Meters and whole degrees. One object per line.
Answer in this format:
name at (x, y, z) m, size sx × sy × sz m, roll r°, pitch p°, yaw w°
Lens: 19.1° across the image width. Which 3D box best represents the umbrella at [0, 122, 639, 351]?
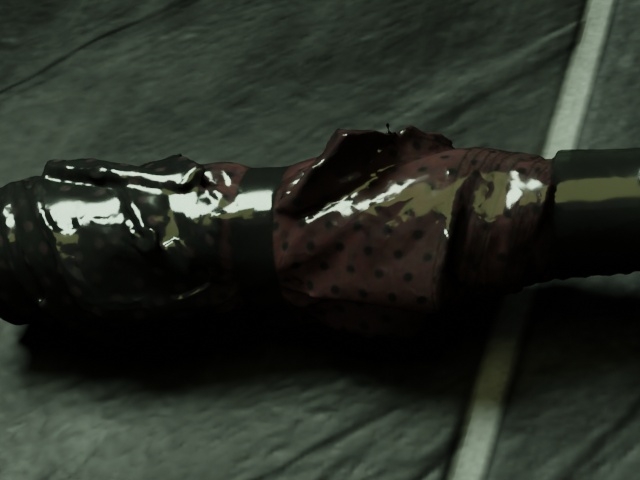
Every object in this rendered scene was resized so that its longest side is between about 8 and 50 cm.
umbrella at (0.000, 0.000, 0.831) m, size 0.326 × 0.094 × 0.090 m, roll -2°, pitch -3°, yaw 15°
